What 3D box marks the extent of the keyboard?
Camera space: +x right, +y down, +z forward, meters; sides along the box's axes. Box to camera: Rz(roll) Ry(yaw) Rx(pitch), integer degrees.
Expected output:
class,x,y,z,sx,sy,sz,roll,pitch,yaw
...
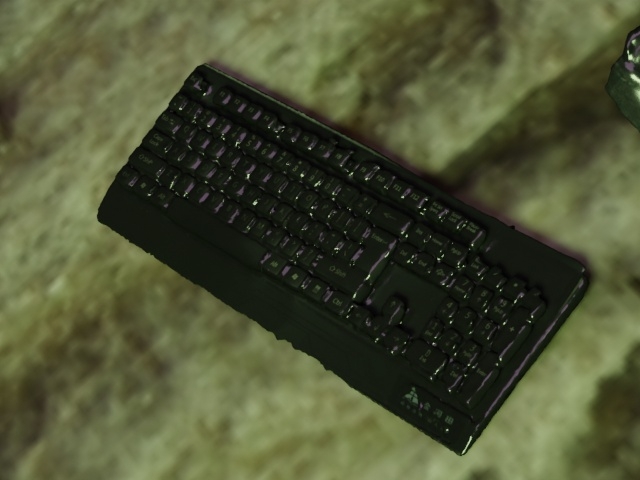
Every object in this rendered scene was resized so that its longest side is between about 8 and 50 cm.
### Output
class,x,y,z,sx,sy,sz,roll,pitch,yaw
keyboard,-0.001,-0.001,0.679,0.196,0.015,0.074,31,78,40

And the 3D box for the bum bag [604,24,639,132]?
class,x,y,z,sx,sy,sz,roll,pitch,yaw
bum bag,0.175,-0.090,0.597,0.087,0.049,0.198,41,97,16
